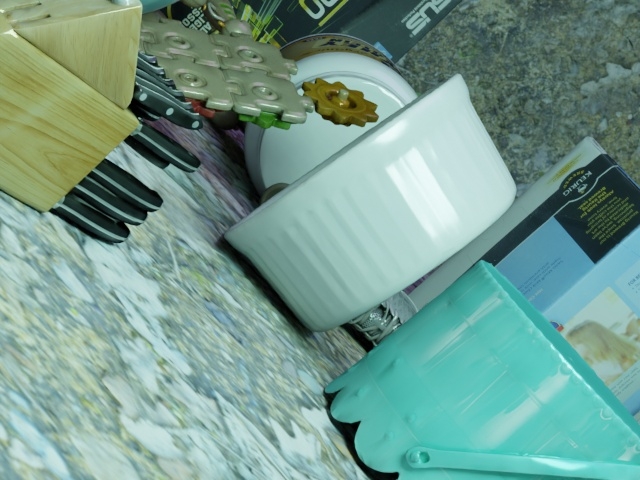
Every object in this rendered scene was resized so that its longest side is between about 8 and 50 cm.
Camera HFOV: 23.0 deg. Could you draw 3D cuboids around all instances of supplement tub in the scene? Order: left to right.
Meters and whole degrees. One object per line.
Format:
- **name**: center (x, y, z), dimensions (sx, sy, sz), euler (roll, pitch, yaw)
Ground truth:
- **supplement tub**: center (0.018, -0.131, 1.968), dimensions (0.228, 0.228, 0.316), euler (45, 8, -12)

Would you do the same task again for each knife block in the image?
- **knife block**: center (-0.210, -0.079, 1.074), dimensions (0.275, 0.242, 0.088), euler (-17, 50, -30)

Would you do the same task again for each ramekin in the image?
- **ramekin**: center (0.056, -0.030, 1.526), dimensions (0.135, 0.277, 0.277), euler (55, 7, -3)

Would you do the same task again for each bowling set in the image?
- **bowling set**: center (-0.160, -0.299, 2.015), dimensions (0.287, 0.200, 0.154), euler (36, 14, -38)

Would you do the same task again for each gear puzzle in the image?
- **gear puzzle**: center (-0.101, -0.161, 1.610), dimensions (0.338, 0.044, 0.175), euler (8, 32, -21)

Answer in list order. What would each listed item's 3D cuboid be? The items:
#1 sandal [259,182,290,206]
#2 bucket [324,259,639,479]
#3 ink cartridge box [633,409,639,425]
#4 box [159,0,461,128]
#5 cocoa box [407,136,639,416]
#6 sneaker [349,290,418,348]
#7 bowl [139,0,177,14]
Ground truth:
- **sandal**: center (0.000, 0.000, 1.783), dimensions (0.180, 0.072, 0.049), euler (42, -4, 10)
- **bucket**: center (0.158, 0.165, 1.386), dimensions (0.281, 0.183, 0.281), euler (46, 8, -8)
- **ink cartridge box**: center (0.423, 0.313, 1.742), dimensions (0.160, 0.279, 0.385), euler (48, 8, -8)
- **box**: center (-0.021, -0.351, 2.261), dimensions (0.318, 0.395, 0.097), euler (47, 6, -8)
- **cocoa box**: center (0.313, 0.092, 1.995), dimensions (0.231, 0.347, 0.228), euler (43, 9, -30)
- **sneaker**: center (0.064, 0.080, 1.692), dimensions (0.228, 0.086, 0.132), euler (41, 12, -43)
- **bowl**: center (-0.218, -0.377, 1.843), dimensions (0.163, 0.311, 0.311), euler (63, -3, -35)
